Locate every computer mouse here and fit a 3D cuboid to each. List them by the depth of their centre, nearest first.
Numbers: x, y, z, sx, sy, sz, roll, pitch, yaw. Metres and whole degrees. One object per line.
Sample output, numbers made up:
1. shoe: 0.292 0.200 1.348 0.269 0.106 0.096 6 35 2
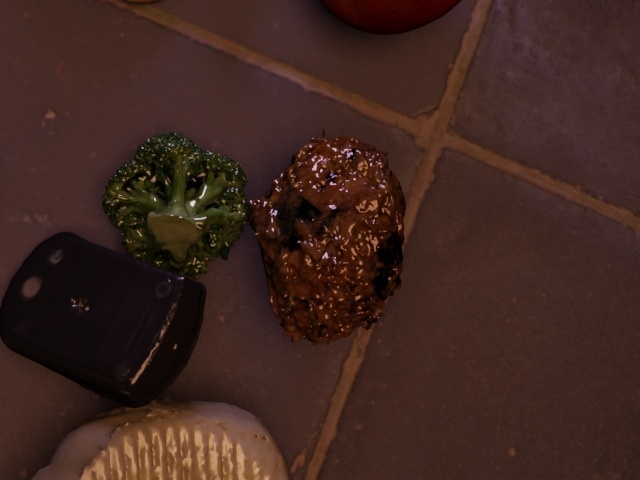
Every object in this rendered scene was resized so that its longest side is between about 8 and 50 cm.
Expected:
1. computer mouse: -0.261 0.097 1.435 0.100 0.269 0.170 41 71 -55

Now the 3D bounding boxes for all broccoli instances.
1. broccoli: -0.179 -0.037 1.476 0.195 0.156 0.195 1 122 2

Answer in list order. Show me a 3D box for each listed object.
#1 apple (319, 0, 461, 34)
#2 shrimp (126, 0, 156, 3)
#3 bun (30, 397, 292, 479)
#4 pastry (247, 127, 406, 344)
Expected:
1. apple: 0.093 -0.396 1.485 0.216 0.260 0.260 -39 100 -35
2. shrimp: -0.262 -0.444 1.493 0.178 0.075 0.289 -39 98 -19
3. bun: -0.210 0.354 1.439 0.359 0.211 0.360 1 89 -25
4. pastry: 0.000 0.000 1.468 0.192 0.275 0.275 4 89 -11
